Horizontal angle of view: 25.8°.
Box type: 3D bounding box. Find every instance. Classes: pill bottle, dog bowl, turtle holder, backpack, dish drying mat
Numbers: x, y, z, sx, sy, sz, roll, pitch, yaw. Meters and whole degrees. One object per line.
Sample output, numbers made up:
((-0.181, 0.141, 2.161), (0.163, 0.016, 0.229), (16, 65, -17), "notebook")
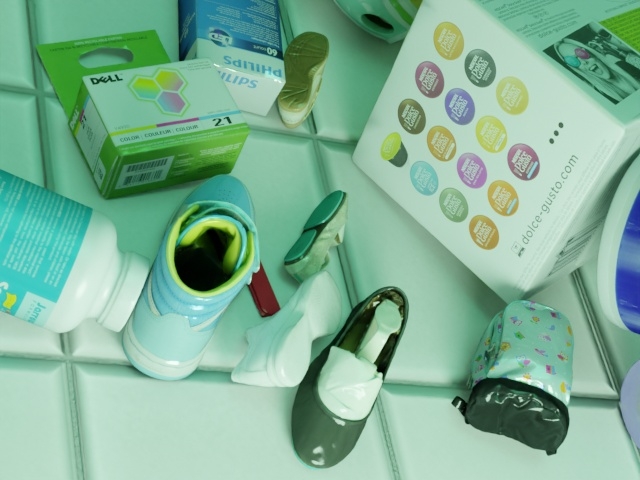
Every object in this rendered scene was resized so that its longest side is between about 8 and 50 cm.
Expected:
((-0.328, 0.011, 1.551), (0.264, 0.146, 0.146), (23, 45, -13), "pill bottle")
((0.468, 0.002, 1.802), (0.104, 0.265, 0.265), (20, 32, 37), "dog bowl")
((0.143, -0.435, 2.105), (0.243, 0.320, 0.227), (-28, 97, -49), "turtle holder")
((0.265, 0.169, 1.811), (0.152, 0.115, 0.182), (24, 42, -9), "backpack")
((-0.075, 0.060, 1.766), (0.032, 0.008, 0.083), (-4, 57, -35), "dish drying mat")

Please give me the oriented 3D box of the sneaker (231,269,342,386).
((-0.044, 0.105, 1.700), (0.080, 0.094, 0.212), (67, 31, -19), "sneaker")

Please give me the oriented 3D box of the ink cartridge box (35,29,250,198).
((-0.235, -0.195, 1.803), (0.188, 0.097, 0.255), (-14, 63, -31), "ink cartridge box")

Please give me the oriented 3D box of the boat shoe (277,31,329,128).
((-0.029, -0.230, 2.002), (0.063, 0.059, 0.170), (15, 51, 5), "boat shoe")

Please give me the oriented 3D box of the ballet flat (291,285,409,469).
((0.040, 0.151, 1.699), (0.095, 0.096, 0.280), (31, 44, -4), "ballet flat")

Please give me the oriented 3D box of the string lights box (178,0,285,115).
((-0.130, -0.310, 1.991), (0.133, 0.077, 0.260), (13, 49, -22), "string lights box")

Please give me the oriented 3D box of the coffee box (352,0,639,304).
((0.310, -0.178, 1.939), (0.334, 0.338, 0.338), (44, 44, 21), "coffee box")

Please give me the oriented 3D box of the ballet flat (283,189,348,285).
((0.000, 0.000, 1.843), (0.052, 0.057, 0.168), (56, 44, -21), "ballet flat")

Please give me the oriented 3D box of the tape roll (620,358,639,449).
((0.502, 0.221, 1.861), (0.080, 0.189, 0.189), (-23, 68, -42), "tape roll")

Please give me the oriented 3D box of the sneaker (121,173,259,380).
((-0.119, -0.004, 1.647), (0.127, 0.208, 0.319), (24, 45, -8), "sneaker")
